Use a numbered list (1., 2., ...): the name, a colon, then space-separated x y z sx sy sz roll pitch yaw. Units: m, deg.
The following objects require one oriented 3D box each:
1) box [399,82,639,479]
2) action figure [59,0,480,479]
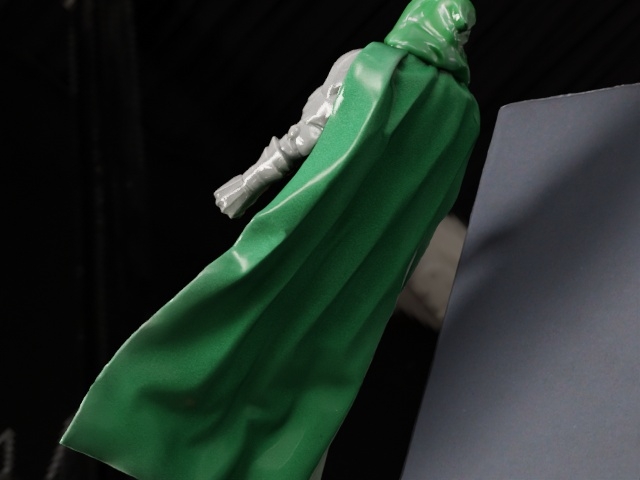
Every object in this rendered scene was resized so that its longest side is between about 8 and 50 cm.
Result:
1. box: 0.192 0.151 0.751 0.312 0.179 0.343 38 -122 -39
2. action figure: 0.000 0.000 0.696 0.137 0.232 0.063 30 -178 -42
